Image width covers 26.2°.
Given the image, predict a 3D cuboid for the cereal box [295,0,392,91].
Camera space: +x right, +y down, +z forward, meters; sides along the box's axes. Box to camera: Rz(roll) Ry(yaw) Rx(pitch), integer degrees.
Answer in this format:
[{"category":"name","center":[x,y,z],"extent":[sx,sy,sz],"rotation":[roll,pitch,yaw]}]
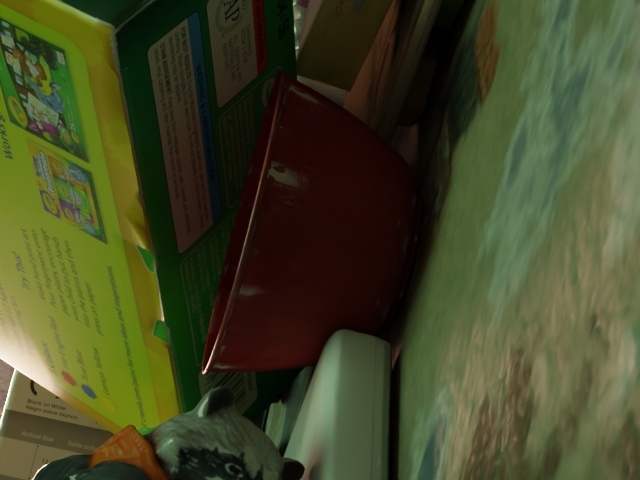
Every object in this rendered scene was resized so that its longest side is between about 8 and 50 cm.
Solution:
[{"category":"cereal box","center":[0.040,-0.240,0.906],"extent":[0.173,0.047,0.240],"rotation":[117,168,-49]}]

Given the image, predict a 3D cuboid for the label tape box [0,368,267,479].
[{"category":"label tape box","center":[-0.176,0.129,1.391],"extent":[0.115,0.249,0.348],"rotation":[121,162,-71]}]

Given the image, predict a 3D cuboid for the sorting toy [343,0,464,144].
[{"category":"sorting toy","center":[0.066,-0.158,0.881],"extent":[0.193,0.038,0.208],"rotation":[-83,14,-49]}]

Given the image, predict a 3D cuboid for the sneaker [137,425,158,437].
[{"category":"sneaker","center":[-0.112,0.360,0.869],"extent":[0.202,0.185,0.483],"rotation":[-20,57,61]}]

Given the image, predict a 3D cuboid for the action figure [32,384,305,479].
[{"category":"action figure","center":[-0.128,0.188,0.598],"extent":[0.330,0.178,0.341],"rotation":[-44,0,-27]}]

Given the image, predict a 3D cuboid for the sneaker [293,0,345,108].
[{"category":"sneaker","center":[-0.003,-0.092,1.123],"extent":[0.104,0.095,0.236],"rotation":[100,-174,-73]}]

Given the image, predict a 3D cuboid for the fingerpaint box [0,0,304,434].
[{"category":"fingerpaint box","center":[-0.199,-0.087,0.982],"extent":[0.163,0.371,0.445],"rotation":[-45,-30,-32]}]

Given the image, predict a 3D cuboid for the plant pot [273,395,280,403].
[{"category":"plant pot","center":[-0.084,0.042,1.261],"extent":[0.167,0.167,0.165],"rotation":[-159,91,-84]}]

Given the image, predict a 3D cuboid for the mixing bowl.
[{"category":"mixing bowl","center":[0.000,0.000,0.797],"extent":[0.181,0.098,0.182],"rotation":[-167,90,-84]}]

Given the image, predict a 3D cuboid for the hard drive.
[{"category":"hard drive","center":[-0.011,0.219,0.679],"extent":[0.308,0.040,0.203],"rotation":[-84,10,-53]}]
